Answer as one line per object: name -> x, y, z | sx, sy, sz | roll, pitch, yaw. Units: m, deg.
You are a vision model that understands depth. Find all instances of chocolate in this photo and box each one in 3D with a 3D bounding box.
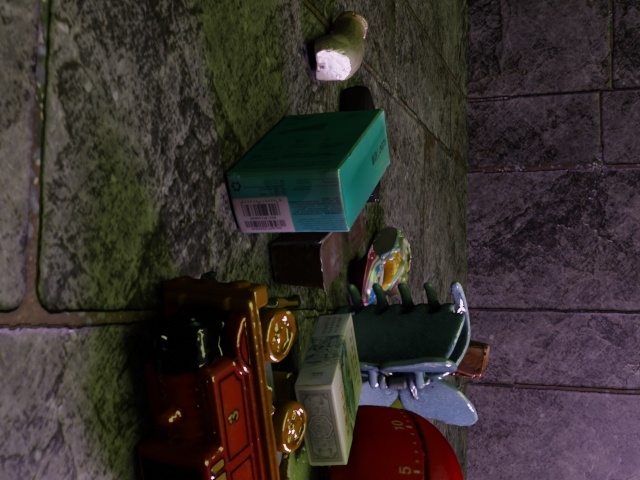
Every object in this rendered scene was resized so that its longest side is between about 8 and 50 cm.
chocolate -> 0.000, 0.000, 1.526 | 0.321, 0.112, 0.111 | -47, 135, -64

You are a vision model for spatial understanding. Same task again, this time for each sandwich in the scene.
sandwich -> -0.063, 0.367, 1.359 | 0.226, 0.087, 0.251 | 46, 46, -65

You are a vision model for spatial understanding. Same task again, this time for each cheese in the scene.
cheese -> 0.119, 0.129, 1.925 | 0.155, 0.062, 0.244 | -54, 150, -63

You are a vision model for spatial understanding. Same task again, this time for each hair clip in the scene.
hair clip -> 0.179, 0.236, 1.718 | 0.392, 0.319, 0.238 | 57, 36, -53

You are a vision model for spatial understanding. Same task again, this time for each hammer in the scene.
hammer -> -0.082, 0.120, 1.418 | 0.201, 0.021, 0.078 | 11, 79, -69

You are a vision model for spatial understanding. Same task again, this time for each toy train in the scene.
toy train -> -0.143, 0.231, 1.054 | 0.232, 0.163, 0.369 | -31, 119, -58

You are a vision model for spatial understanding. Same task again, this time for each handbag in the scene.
handbag -> 0.113, -0.232, 1.890 | 0.223, 0.080, 0.246 | 34, 58, -67

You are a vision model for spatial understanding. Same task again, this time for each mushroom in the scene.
mushroom -> 0.046, -0.421, 1.693 | 0.096, 0.108, 0.247 | -54, -175, 39

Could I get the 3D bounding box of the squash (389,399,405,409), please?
squash -> 0.187, 0.450, 2.070 | 0.341, 0.095, 0.094 | 4, 85, -68

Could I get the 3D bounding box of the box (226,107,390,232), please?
box -> -0.009, -0.128, 1.362 | 0.311, 0.205, 0.118 | -58, 145, -57

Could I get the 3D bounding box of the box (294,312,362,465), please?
box -> 0.021, 0.262, 1.394 | 0.256, 0.069, 0.164 | -67, 150, -66

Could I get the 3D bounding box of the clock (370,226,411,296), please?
clock -> 0.191, 0.062, 2.068 | 0.231, 0.103, 0.144 | -64, 139, -53

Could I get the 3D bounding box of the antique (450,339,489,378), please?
antique -> 0.272, 0.285, 1.965 | 0.087, 0.310, 0.093 | 7, 90, -71

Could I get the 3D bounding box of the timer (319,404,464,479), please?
timer -> 0.114, 0.510, 1.476 | 0.378, 0.279, 0.377 | -166, -90, -75
